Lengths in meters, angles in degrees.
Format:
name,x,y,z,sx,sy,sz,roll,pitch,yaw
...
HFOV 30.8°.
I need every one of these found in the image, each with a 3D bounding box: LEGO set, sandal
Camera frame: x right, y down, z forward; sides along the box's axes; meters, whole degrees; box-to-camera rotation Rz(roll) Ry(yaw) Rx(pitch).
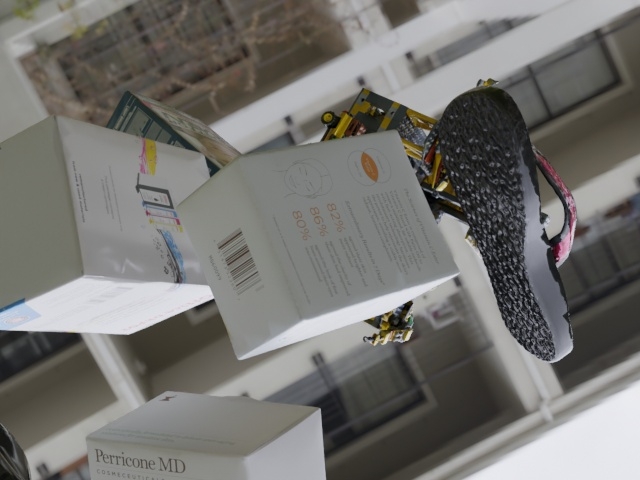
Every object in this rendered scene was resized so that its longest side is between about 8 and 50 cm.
name,x,y,z,sx,sy,sz,roll,pitch,yaw
LEGO set,0.114,-0.002,1.196,0.192,0.331,0.255,27,-105,26
sandal,0.105,-0.012,0.598,0.040,0.179,0.067,-34,-139,-14

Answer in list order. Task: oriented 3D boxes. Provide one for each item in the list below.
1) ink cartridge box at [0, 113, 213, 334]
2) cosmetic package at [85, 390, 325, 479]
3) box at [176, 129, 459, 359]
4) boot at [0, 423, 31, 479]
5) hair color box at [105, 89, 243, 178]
name,x,y,z,sx,sy,sz,roll,pitch,yaw
ink cartridge box,-0.236,-0.006,1.208,0.171,0.168,0.232,-22,163,29
cosmetic package,-0.101,0.353,1.181,0.197,0.365,0.155,0,-168,28
box,0.000,0.000,0.889,0.170,0.130,0.091,-13,166,-42
boot,-0.187,0.179,0.722,0.077,0.198,0.137,-28,166,-5
hair color box,-0.177,-0.095,1.778,0.347,0.174,0.105,40,-76,41
